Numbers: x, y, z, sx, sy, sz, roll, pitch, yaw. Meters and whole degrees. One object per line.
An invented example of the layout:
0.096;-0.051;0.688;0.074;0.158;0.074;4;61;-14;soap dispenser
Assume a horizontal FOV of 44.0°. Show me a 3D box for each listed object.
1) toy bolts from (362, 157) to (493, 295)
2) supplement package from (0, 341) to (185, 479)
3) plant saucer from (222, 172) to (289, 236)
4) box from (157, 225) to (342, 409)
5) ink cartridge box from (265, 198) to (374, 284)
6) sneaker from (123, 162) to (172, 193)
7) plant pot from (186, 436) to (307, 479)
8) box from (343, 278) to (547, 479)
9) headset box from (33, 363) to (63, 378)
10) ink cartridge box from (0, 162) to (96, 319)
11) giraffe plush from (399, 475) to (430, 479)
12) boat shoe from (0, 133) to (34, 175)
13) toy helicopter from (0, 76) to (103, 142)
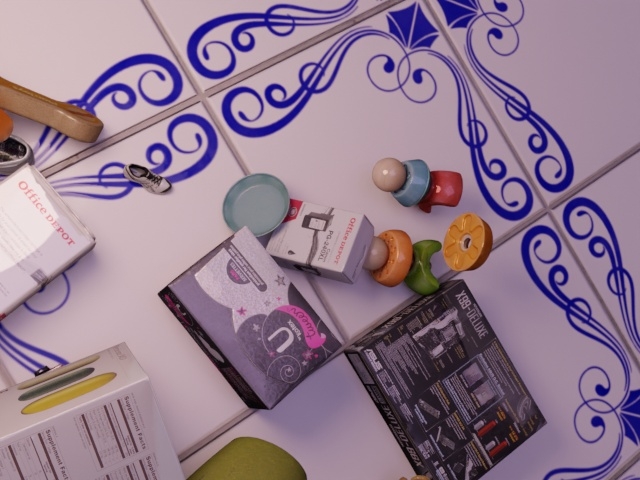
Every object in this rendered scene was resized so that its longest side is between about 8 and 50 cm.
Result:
0.166;-0.042;1.358;0.158;0.218;0.228;15;69;-30;toy bolts
-0.349;0.297;1.096;0.263;0.199;0.198;-21;105;-19;supplement package
-0.107;-0.057;1.337;0.119;0.021;0.119;-6;66;13;plant saucer
-0.114;0.125;1.263;0.163;0.142;0.247;-40;95;-20;box
0.000;0.000;1.323;0.150;0.063;0.109;13;71;26;ink cartridge box
-0.283;-0.101;1.300;0.083;0.037;0.032;22;73;-16;sneaker
-0.137;0.443;1.147;0.275;0.275;0.293;39;48;-9;plant pot
0.221;0.258;1.391;0.242;0.076;0.307;-32;92;-21;box
-0.405;0.231;1.204;0.062;0.032;0.083;-29;92;-21;headset box
-0.471;0.013;1.186;0.218;0.092;0.158;-41;95;-19;ink cartridge box
0.171;0.474;1.287;0.181;0.210;0.170;-43;91;4;giraffe plush
-0.549;-0.148;1.190;0.228;0.081;0.079;7;78;-20;boat shoe
-0.487;-0.223;1.166;0.355;0.235;0.140;20;104;-32;toy helicopter
